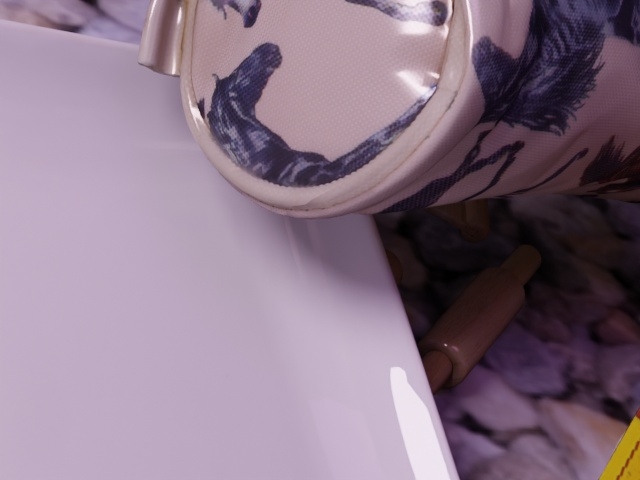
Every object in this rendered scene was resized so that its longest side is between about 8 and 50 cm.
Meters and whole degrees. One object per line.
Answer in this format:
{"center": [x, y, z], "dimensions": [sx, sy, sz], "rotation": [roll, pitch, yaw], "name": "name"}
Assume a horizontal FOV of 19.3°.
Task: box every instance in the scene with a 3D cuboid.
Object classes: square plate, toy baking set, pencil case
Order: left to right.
{"center": [-0.087, 0.065, 0.754], "dimensions": [0.344, 0.049, 0.347], "rotation": [6, 56, -41], "name": "square plate"}
{"center": [0.006, 0.003, 0.961], "dimensions": [0.197, 0.030, 0.256], "rotation": [36, 38, 3], "name": "toy baking set"}
{"center": [0.110, -0.093, 0.924], "dimensions": [0.410, 0.183, 0.160], "rotation": [-2, 89, -49], "name": "pencil case"}

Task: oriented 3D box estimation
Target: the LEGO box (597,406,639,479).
{"center": [0.396, 0.202, 0.781], "dimensions": [0.500, 0.193, 0.372], "rotation": [41, 36, 26], "name": "LEGO box"}
